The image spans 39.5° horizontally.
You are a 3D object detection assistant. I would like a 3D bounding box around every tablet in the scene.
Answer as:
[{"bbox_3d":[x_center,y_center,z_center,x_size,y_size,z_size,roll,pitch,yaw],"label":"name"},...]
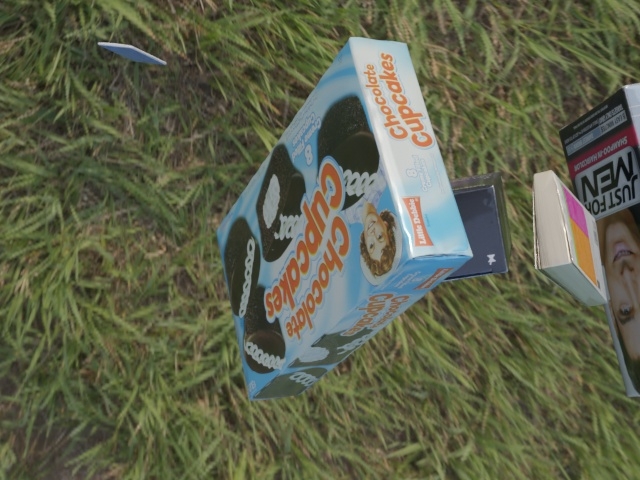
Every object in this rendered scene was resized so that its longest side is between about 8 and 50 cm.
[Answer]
[{"bbox_3d":[-0.242,-0.241,1.149,0.054,0.083,0.006,10,89,23],"label":"tablet"}]

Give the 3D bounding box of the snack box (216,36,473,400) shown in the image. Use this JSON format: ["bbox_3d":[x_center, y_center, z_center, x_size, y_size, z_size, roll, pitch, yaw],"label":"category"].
[{"bbox_3d":[0.000,0.000,0.769,0.060,0.187,0.322,-1,154,-28],"label":"snack box"}]

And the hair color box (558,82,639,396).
[{"bbox_3d":[0.432,0.003,1.125,0.114,0.185,0.374,-11,82,-11],"label":"hair color box"}]

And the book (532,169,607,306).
[{"bbox_3d":[0.247,0.000,0.875,0.035,0.096,0.144,-13,155,29],"label":"book"}]

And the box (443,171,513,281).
[{"bbox_3d":[0.162,-0.017,1.144,0.153,0.207,0.108,-9,96,14],"label":"box"}]
